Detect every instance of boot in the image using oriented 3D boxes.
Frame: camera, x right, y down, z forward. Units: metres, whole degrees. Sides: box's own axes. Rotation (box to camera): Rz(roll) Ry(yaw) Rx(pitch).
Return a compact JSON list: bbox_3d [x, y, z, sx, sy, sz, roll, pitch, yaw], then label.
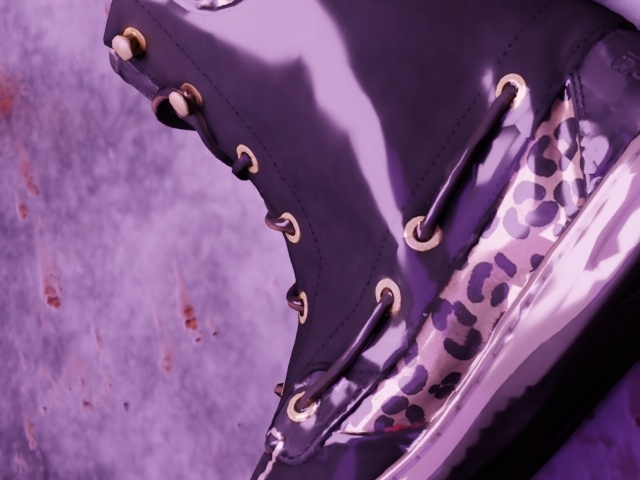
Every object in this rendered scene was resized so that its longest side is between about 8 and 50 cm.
[{"bbox_3d":[0.000,0.000,0.832,0.284,0.138,0.377,49,116,22],"label":"boot"}]
